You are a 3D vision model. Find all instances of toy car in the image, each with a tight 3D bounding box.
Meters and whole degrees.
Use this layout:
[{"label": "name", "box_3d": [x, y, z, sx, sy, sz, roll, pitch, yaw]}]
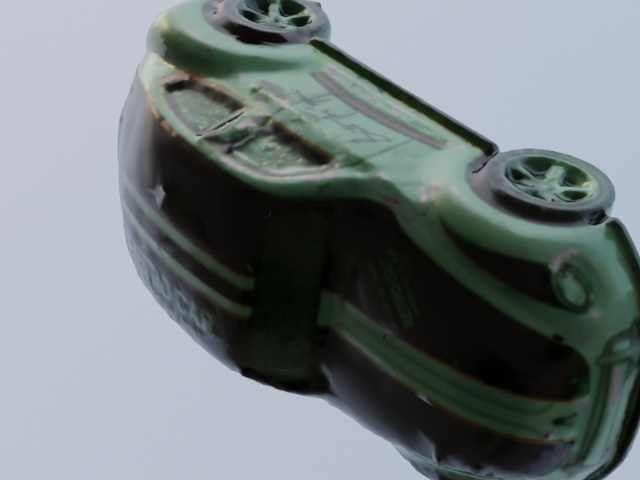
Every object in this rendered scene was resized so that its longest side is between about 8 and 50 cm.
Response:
[{"label": "toy car", "box_3d": [0.000, 0.000, 0.586, 0.306, 0.125, 0.136, 39, -47, 39]}]
